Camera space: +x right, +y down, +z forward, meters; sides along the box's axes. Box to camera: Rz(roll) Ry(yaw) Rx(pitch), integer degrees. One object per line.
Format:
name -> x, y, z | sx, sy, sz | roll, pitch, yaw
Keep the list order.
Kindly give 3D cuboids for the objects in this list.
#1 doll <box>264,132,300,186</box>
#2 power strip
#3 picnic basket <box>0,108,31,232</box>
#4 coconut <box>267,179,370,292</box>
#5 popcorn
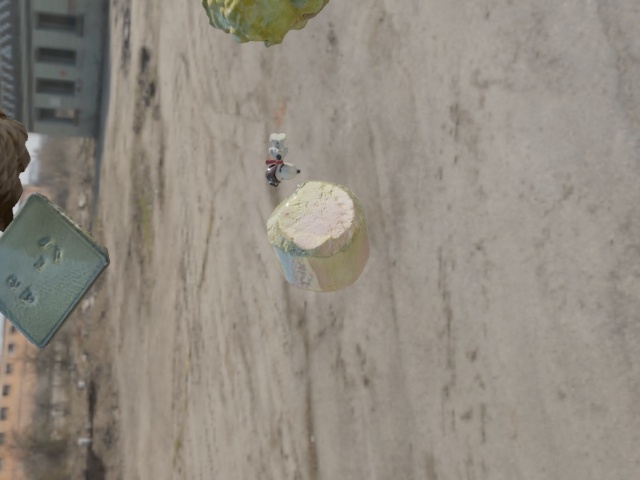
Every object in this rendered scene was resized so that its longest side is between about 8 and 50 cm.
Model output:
doll -> -0.070, -0.129, 1.323 | 0.040, 0.058, 0.085 | -88, -23, -58
power strip -> -0.472, 0.049, 1.396 | 0.213, 0.198, 0.064 | -51, -15, 5
picnic basket -> -0.609, -0.122, 1.266 | 0.321, 0.291, 0.254 | -134, 64, -80
coconut -> 0.000, 0.000, 1.177 | 0.153, 0.147, 0.147 | 77, -175, -59
popcorn -> -0.090, -0.470, 1.493 | 0.266, 0.233, 0.192 | 3, 124, 40
